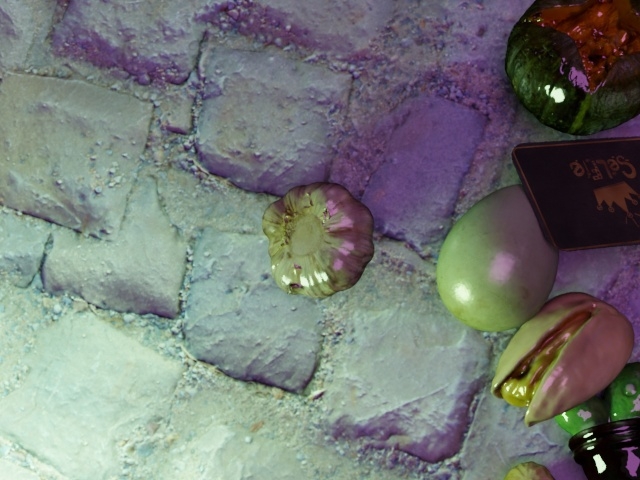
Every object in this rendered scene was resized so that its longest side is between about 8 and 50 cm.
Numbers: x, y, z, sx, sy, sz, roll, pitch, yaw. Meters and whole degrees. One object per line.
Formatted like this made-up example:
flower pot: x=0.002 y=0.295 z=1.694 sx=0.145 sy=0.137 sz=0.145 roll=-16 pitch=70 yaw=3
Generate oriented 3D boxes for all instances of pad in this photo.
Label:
pad: x=0.554 y=-0.139 z=1.450 sx=0.375 sy=0.063 sz=0.315 roll=-6 pitch=60 yaw=-19

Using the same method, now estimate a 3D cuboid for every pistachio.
pistachio: x=0.457 y=0.219 z=1.444 sx=0.299 sy=0.187 sz=0.187 roll=-39 pitch=84 yaw=-12

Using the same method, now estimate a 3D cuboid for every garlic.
garlic: x=0.000 y=0.000 z=1.513 sx=0.245 sy=0.160 sz=0.245 roll=-4 pitch=81 yaw=24

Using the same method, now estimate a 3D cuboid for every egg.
egg: x=0.345 y=0.030 z=1.454 sx=0.218 sy=0.218 sz=0.295 roll=27 pitch=81 yaw=5

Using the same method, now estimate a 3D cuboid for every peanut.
peanut: x=0.416 y=0.543 z=1.454 sx=0.110 sy=0.120 sz=0.236 roll=-3 pitch=76 yaw=-36

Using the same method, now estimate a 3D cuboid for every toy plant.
toy plant: x=0.564 y=0.354 z=1.447 sx=0.218 sy=0.175 sz=0.235 roll=-13 pitch=59 yaw=8

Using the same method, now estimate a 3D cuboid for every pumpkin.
pumpkin: x=0.511 y=-0.354 z=1.472 sx=0.320 sy=0.192 sz=0.320 roll=1 pitch=69 yaw=-1
